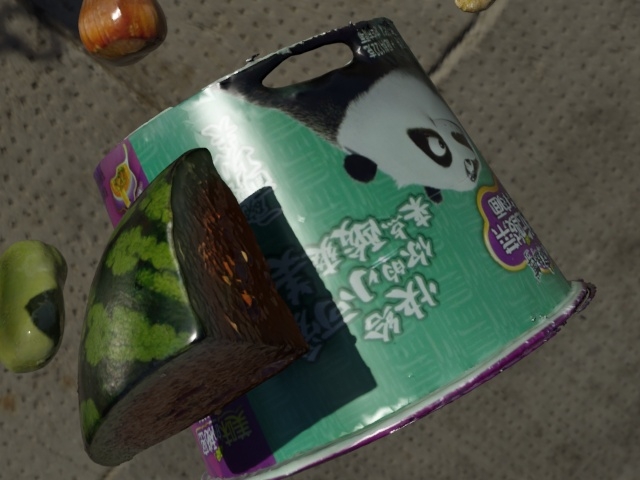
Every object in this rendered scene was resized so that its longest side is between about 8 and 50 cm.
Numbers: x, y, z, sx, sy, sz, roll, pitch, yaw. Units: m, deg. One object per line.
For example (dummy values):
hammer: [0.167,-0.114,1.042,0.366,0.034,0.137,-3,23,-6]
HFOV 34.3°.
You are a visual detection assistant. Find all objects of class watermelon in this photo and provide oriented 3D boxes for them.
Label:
watermelon: [-0.052,0.041,0.427,0.094,0.125,0.135,11,123,-19]

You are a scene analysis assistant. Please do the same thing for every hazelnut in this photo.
hazelnut: [-0.325,-0.364,1.707,0.150,0.150,0.150,-8,113,-20]

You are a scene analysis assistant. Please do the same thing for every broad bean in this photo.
broad bean: [-0.364,0.078,1.280,0.082,0.174,0.124,25,139,-34]

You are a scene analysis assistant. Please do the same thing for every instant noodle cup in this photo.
instant noodle cup: [0.000,0.000,0.596,0.251,0.251,0.190,-28,90,-11]

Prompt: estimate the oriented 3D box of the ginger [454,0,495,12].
ginger: [0.244,-0.293,1.058,0.176,0.052,0.193,12,136,-20]
